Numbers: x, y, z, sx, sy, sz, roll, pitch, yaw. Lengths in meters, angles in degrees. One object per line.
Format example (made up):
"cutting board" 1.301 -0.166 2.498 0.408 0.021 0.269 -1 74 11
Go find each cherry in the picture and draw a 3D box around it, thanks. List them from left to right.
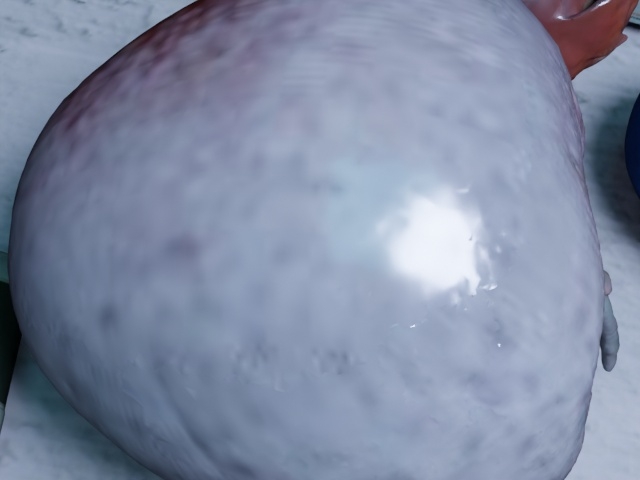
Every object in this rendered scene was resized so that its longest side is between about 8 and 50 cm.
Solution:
"cherry" 0.002 0.012 0.537 0.335 0.291 0.326 -24 64 -7

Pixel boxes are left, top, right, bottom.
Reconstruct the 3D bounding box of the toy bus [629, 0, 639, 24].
"toy bus" 0.236 -0.222 0.759 0.194 0.089 0.087 14 67 0

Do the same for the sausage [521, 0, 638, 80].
"sausage" 0.084 -0.183 0.680 0.280 0.152 0.152 6 67 8

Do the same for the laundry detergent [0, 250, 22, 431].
"laundry detergent" -0.239 0.113 0.572 0.099 0.070 0.225 11 68 -12

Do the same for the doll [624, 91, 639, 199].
"doll" 0.335 -0.069 0.675 0.257 0.215 0.161 -9 112 -14
